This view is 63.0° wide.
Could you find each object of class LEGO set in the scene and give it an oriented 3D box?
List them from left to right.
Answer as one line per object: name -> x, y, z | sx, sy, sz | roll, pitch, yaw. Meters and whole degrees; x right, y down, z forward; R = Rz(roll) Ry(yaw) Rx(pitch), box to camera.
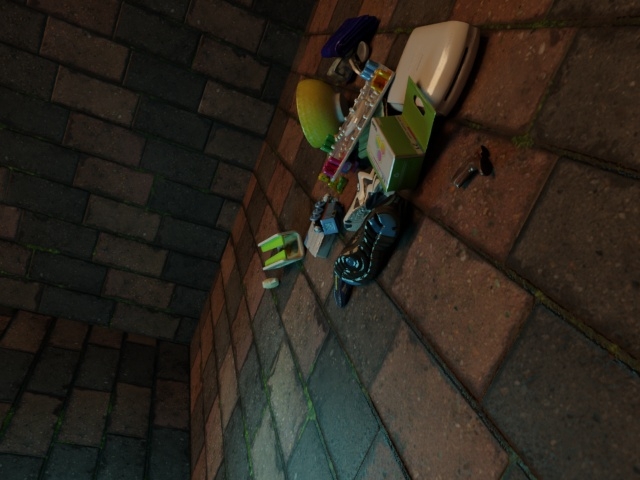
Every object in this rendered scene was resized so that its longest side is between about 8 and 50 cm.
LEGO set -> 0.050, -0.241, 2.008 | 0.087, 0.093, 0.227 | -101, 34, -53

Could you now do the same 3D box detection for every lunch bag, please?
lunch bag -> 0.111, -0.773, 2.281 | 0.151, 0.096, 0.129 | -62, 20, 2

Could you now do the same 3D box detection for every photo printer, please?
photo printer -> 0.317, -0.480, 1.473 | 0.307, 0.107, 0.256 | -130, 59, -67

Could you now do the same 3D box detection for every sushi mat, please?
sushi mat -> 0.172, -0.369, 1.758 | 0.316, 0.019, 0.152 | -172, 80, -80

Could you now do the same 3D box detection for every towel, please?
towel -> 0.110, -0.901, 2.297 | 0.227, 0.076, 0.308 | -42, 21, 2

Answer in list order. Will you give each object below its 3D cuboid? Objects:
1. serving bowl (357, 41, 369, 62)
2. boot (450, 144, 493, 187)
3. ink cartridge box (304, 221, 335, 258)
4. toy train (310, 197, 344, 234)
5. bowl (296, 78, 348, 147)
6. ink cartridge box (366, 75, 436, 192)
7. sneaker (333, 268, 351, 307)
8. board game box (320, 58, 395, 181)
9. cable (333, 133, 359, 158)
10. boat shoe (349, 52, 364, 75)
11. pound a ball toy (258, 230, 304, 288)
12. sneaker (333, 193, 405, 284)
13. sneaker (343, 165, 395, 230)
serving bowl -> 0.183, -0.788, 2.187 | 0.083, 0.027, 0.083 | 173, 90, -70
boot -> 0.349, -0.153, 1.222 | 0.114, 0.037, 0.106 | -49, 18, 43
ink cartridge box -> 0.000, 0.000, 1.991 | 0.104, 0.060, 0.180 | -68, 20, 11
toy train -> 0.028, -0.090, 1.917 | 0.184, 0.105, 0.080 | -72, -30, -56
bowl -> 0.027, -0.541, 2.179 | 0.156, 0.289, 0.290 | -8, 57, 20
ink cartridge box -> 0.214, -0.292, 1.439 | 0.255, 0.097, 0.189 | 95, 161, -47
sneaker -> 0.076, 0.148, 1.689 | 0.053, 0.059, 0.144 | 27, 119, 59
board game box -> 0.111, -0.431, 1.807 | 0.390, 0.050, 0.390 | -59, 13, 20
cable -> 0.105, -0.370, 2.000 | 0.287, 0.072, 0.140 | 160, 119, -66
boat shoe -> 0.157, -0.727, 2.164 | 0.040, 0.049, 0.142 | -52, 43, 32
pound a ball toy -> -0.168, 0.088, 2.315 | 0.319, 0.135, 0.208 | -26, 75, 64
sneaker -> 0.154, 0.007, 1.546 | 0.341, 0.125, 0.140 | -55, 1, 44
sneaker -> 0.148, -0.150, 1.676 | 0.235, 0.094, 0.153 | -59, 23, 33
